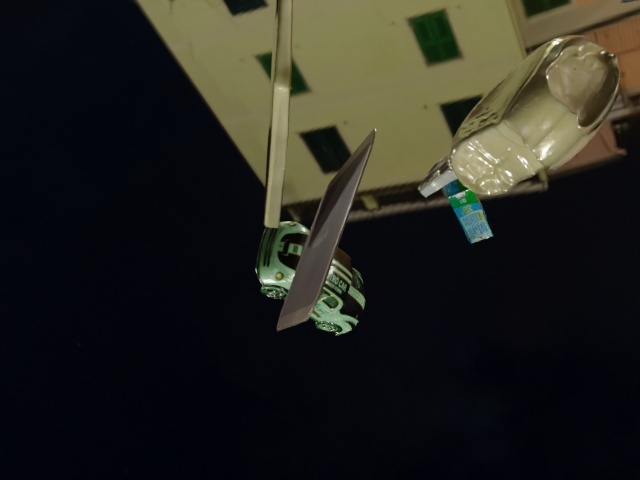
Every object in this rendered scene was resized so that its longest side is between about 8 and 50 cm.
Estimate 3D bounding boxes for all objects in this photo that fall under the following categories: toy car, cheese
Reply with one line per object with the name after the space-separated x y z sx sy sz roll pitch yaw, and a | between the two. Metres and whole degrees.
0.004 0.074 1.636 0.125 0.306 0.136 -9 -123 38 | toy car
0.185 -0.104 0.882 0.163 0.082 0.286 -53 -171 -30 | cheese

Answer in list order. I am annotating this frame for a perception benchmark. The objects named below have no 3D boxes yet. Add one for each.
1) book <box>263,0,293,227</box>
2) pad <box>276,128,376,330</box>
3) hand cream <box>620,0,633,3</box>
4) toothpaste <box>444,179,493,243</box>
-0.046 -0.200 0.969 0.021 0.217 0.310 3 -128 -5 | book
0.000 0.000 0.813 0.002 0.266 0.176 21 -101 -6 | pad
0.374 -0.308 0.864 0.170 0.043 0.065 -55 -157 -8 | hand cream
0.275 -0.066 1.600 0.050 0.267 0.065 -19 -114 13 | toothpaste
